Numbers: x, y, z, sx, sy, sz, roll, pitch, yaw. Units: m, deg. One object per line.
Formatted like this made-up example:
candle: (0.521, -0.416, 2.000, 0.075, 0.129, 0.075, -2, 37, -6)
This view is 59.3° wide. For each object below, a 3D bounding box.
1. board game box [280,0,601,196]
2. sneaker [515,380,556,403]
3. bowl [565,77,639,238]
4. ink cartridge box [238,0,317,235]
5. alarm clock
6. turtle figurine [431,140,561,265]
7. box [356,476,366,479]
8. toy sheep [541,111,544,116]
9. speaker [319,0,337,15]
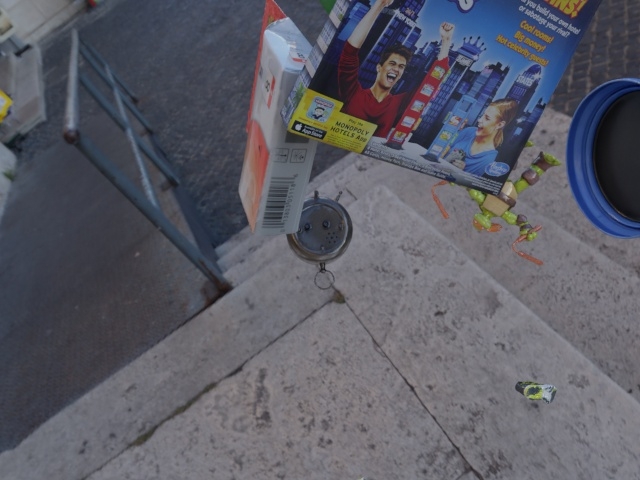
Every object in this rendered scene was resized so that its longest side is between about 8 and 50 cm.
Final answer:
board game box: (0.095, -0.139, 0.366, 0.194, 0.194, 0.060, -59, 37, 28)
sneaker: (0.347, 0.239, 0.903, 0.035, 0.083, 0.031, 23, 93, 56)
bowl: (0.761, -0.201, 1.386, 0.077, 0.391, 0.391, -9, 39, -12)
ink cartridge box: (-0.050, -0.115, 0.483, 0.045, 0.145, 0.179, -4, 40, -24)
alarm clock: (0.000, 0.000, 1.087, 0.129, 0.064, 0.192, -6, 85, -3)
turtle figurine: (0.383, -0.091, 1.143, 0.269, 0.087, 0.217, 37, 104, 8)
box: (0.076, 0.221, 0.278, 0.058, 0.232, 0.087, -38, 21, 27)
toy sheep: (0.373, -0.250, 1.040, 0.091, 0.091, 0.132, -7, 6, 30)
speaker: (0.131, -0.291, 0.475, 0.296, 0.131, 0.131, -46, 40, 5)
